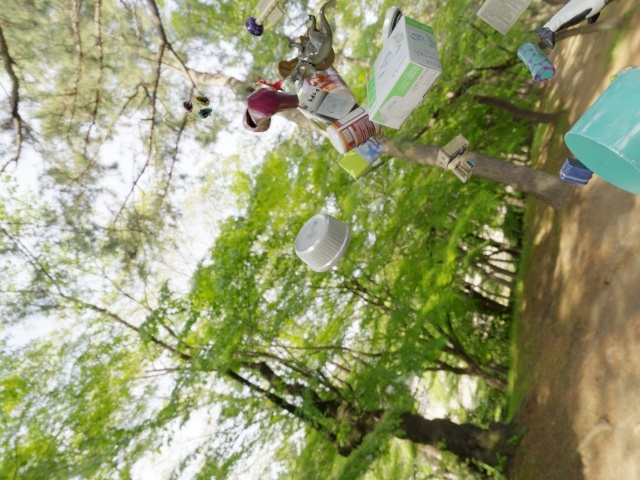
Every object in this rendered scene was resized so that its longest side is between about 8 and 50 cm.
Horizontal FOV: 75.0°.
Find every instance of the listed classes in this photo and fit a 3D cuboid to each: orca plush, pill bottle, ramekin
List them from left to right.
[{"bbox_3d":[0.000,0.000,1.492,0.207,0.109,0.207,-39,31,29],"label":"ramekin"},{"bbox_3d":[0.022,-0.848,2.317,0.224,0.391,0.224,-19,-33,-13],"label":"pill bottle"},{"bbox_3d":[0.145,-0.434,1.582,0.221,0.121,0.121,-33,-21,-4],"label":"pill bottle"},{"bbox_3d":[0.776,-0.653,1.196,0.287,0.151,0.102,-45,-53,6],"label":"orca plush"}]

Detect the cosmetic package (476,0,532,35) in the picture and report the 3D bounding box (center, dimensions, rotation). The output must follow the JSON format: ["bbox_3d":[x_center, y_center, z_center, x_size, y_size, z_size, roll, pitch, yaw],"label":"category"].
[{"bbox_3d":[0.770,-0.983,1.629,0.296,0.153,0.129,-52,1,36],"label":"cosmetic package"}]

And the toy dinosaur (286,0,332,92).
[{"bbox_3d":[-0.017,-0.713,1.529,0.313,0.160,0.121,-45,-14,31],"label":"toy dinosaur"}]

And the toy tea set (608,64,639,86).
[{"bbox_3d":[0.933,-0.531,1.149,0.200,0.125,0.335,-103,28,-73],"label":"toy tea set"}]

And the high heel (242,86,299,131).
[{"bbox_3d":[-0.241,-0.451,1.447,0.182,0.377,0.127,-13,-86,-33],"label":"high heel"}]

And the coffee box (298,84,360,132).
[{"bbox_3d":[0.057,-0.532,1.778,0.118,0.297,0.168,-54,-39,1],"label":"coffee box"}]

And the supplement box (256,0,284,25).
[{"bbox_3d":[-0.203,-0.941,1.702,0.062,0.098,0.036,-35,33,26],"label":"supplement box"}]

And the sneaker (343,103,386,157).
[{"bbox_3d":[0.226,-0.530,2.014,0.147,0.145,0.384,71,-140,-70],"label":"sneaker"}]

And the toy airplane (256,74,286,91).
[{"bbox_3d":[-0.229,-0.719,1.924,0.151,0.152,0.028,39,-116,-74],"label":"toy airplane"}]

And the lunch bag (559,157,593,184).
[{"bbox_3d":[0.851,-0.225,1.382,0.067,0.099,0.065,-61,-15,-46],"label":"lunch bag"}]

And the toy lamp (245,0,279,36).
[{"bbox_3d":[-0.152,-0.787,1.372,0.275,0.080,0.080,-18,30,50],"label":"toy lamp"}]

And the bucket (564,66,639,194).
[{"bbox_3d":[0.759,-0.251,1.005,0.183,0.281,0.281,-50,-12,15],"label":"bucket"}]

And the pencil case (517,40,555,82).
[{"bbox_3d":[0.693,-0.574,1.343,0.070,0.065,0.151,81,-179,-55],"label":"pencil case"}]

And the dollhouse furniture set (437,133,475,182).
[{"bbox_3d":[0.669,-0.379,1.980,0.129,0.183,0.129,-39,-17,0],"label":"dollhouse furniture set"}]

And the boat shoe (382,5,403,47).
[{"bbox_3d":[0.295,-0.698,1.537,0.108,0.102,0.301,-47,-34,-32],"label":"boat shoe"}]

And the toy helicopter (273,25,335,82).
[{"bbox_3d":[-0.065,-0.802,1.890,0.355,0.140,0.234,-39,-64,-30],"label":"toy helicopter"}]

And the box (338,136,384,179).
[{"bbox_3d":[0.177,-0.358,1.786,0.178,0.109,0.042,-46,-12,4],"label":"box"}]

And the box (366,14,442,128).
[{"bbox_3d":[0.270,-0.552,1.394,0.262,0.127,0.230,130,148,-54],"label":"box"}]

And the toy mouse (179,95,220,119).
[{"bbox_3d":[-0.497,-0.526,1.684,0.031,0.161,0.142,111,166,-57],"label":"toy mouse"}]
